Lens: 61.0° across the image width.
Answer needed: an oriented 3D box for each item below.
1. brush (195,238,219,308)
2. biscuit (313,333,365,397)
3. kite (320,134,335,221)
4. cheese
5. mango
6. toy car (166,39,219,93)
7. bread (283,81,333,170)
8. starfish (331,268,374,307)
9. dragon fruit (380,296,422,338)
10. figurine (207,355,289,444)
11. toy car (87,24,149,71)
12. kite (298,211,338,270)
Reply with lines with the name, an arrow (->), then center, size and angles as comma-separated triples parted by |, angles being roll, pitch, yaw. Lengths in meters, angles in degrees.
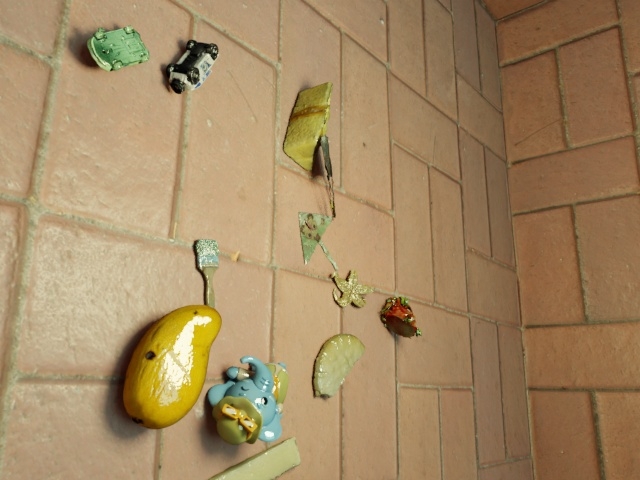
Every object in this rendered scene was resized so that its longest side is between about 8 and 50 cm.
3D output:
brush -> -0.283, 0.093, 1.378 | 0.070, 0.021, 0.196 | 2, 79, -49
biscuit -> 0.053, 0.372, 1.711 | 0.290, 0.038, 0.141 | -40, 112, -48
kite -> 0.032, -0.200, 1.767 | 0.152, 0.015, 0.285 | -62, 147, -70
cheese -> -0.190, 0.594, 1.356 | 0.400, 0.034, 0.085 | -4, 84, -52
mango -> -0.327, 0.269, 1.204 | 0.177, 0.120, 0.294 | 41, 49, -28
toy car -> -0.330, -0.445, 1.402 | 0.070, 0.080, 0.170 | 79, 32, -55
bread -> -0.029, -0.376, 1.753 | 0.142, 0.178, 0.265 | 18, 60, -13
starfish -> 0.106, 0.160, 1.820 | 0.210, 0.053, 0.150 | 41, 47, -35
dragon fruit -> 0.285, 0.268, 1.950 | 0.142, 0.138, 0.174 | 21, 51, -22
figurine -> -0.174, 0.389, 1.362 | 0.180, 0.154, 0.262 | 48, 29, -21
toy car -> -0.470, -0.440, 1.251 | 0.093, 0.058, 0.186 | 64, 29, -17
kite -> -0.001, 0.000, 1.762 | 0.250, 0.012, 0.229 | 57, 44, -27
